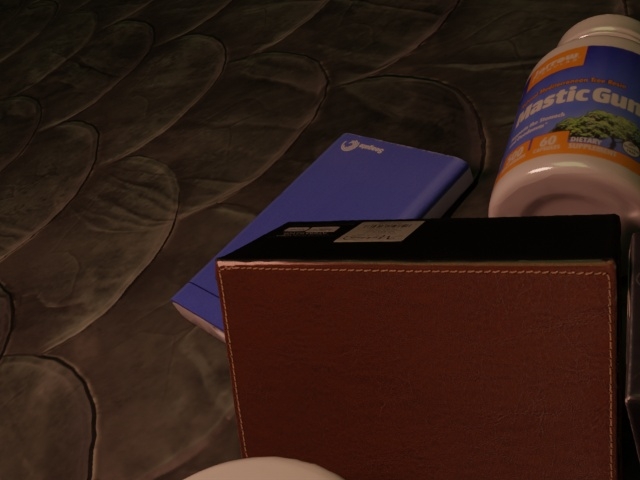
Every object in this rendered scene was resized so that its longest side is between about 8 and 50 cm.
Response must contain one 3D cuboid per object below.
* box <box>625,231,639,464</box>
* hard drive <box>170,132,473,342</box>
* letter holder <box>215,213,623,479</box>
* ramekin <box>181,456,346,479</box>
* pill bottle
[{"bbox_3d":[0.340,0.087,0.454,0.271,0.165,0.143,-4,44,28],"label":"box"},{"bbox_3d":[0.000,0.000,0.869,0.210,0.040,0.318,21,59,45],"label":"hard drive"},{"bbox_3d":[0.091,0.099,0.624,0.302,0.214,0.152,-1,13,22],"label":"letter holder"},{"bbox_3d":[-0.043,0.281,0.491,0.277,0.135,0.277,-17,38,14],"label":"ramekin"},{"bbox_3d":[0.267,-0.104,0.734,0.152,0.152,0.272,-2,45,31],"label":"pill bottle"}]
